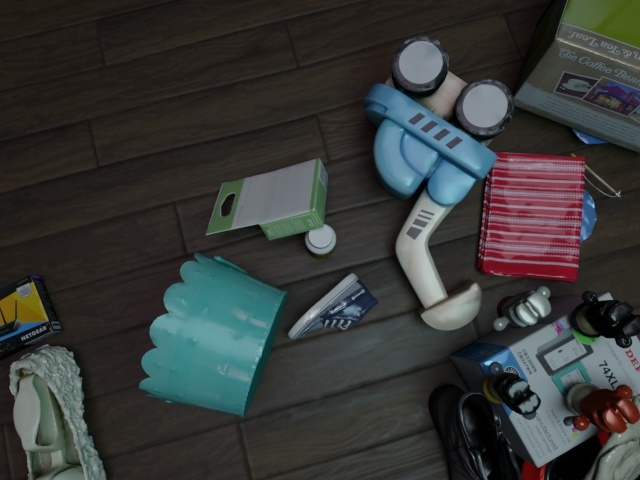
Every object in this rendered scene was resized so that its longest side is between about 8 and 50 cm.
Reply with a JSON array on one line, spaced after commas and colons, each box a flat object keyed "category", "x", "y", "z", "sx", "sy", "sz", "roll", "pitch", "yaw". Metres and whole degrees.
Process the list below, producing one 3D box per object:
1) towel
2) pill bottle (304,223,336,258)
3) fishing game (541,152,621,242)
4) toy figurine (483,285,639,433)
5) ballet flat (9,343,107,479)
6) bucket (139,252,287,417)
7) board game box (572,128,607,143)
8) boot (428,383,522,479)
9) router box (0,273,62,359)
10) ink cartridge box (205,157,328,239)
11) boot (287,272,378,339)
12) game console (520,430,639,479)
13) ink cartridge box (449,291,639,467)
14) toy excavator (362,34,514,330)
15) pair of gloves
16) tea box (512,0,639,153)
[{"category": "towel", "x": 0.447, "y": -0.053, "z": 1.023, "sx": 0.199, "sy": 0.031, "sz": 0.274, "roll": 7, "pitch": 82, "yaw": 12}, {"category": "pill bottle", "x": 0.000, "y": 0.000, "z": 0.997, "sx": 0.065, "sy": 0.116, "sz": 0.065, "roll": 0, "pitch": 80, "yaw": 0}, {"category": "fishing game", "x": 0.494, "y": -0.063, "z": 1.051, "sx": 0.189, "sy": 0.041, "sz": 0.264, "roll": 43, "pitch": 88, "yaw": 14}, {"category": "toy figurine", "x": 0.372, "y": 0.181, "z": 0.760, "sx": 0.210, "sy": 0.148, "sz": 0.213, "roll": 6, "pitch": 82, "yaw": 7}, {"category": "ballet flat", "x": -0.514, "y": 0.404, "z": 0.919, "sx": 0.147, "sy": 0.147, "sz": 0.409, "roll": -18, "pitch": 82, "yaw": -3}, {"category": "bucket", "x": -0.184, "y": 0.178, "z": 0.894, "sx": 0.183, "sy": 0.281, "sz": 0.281, "roll": 19, "pitch": 81, "yaw": 1}, {"category": "board game box", "x": 0.631, "y": -0.274, "z": 1.091, "sx": 0.169, "sy": 0.033, "sz": 0.133, "roll": -4, "pitch": 74, "yaw": -3}, {"category": "boot", "x": 0.300, "y": 0.431, "z": 0.871, "sx": 0.118, "sy": 0.223, "sz": 0.338, "roll": -26, "pitch": 81, "yaw": -5}, {"category": "router box", "x": -0.649, "y": 0.167, "z": 1.001, "sx": 0.179, "sy": 0.046, "sz": 0.133, "roll": -26, "pitch": 81, "yaw": -4}, {"category": "ink cartridge box", "x": -0.105, "y": -0.076, "z": 1.001, "sx": 0.235, "sy": 0.056, "sz": 0.171, "roll": -14, "pitch": 42, "yaw": 18}, {"category": "boot", "x": 0.027, "y": 0.157, "z": 0.993, "sx": 0.190, "sy": 0.069, "sz": 0.086, "roll": -41, "pitch": 80, "yaw": -8}, {"category": "game console", "x": 0.547, "y": 0.545, "z": 0.895, "sx": 0.342, "sy": 0.060, "sz": 0.386, "roll": -7, "pitch": 80, "yaw": -26}, {"category": "ink cartridge box", "x": 0.432, "y": 0.248, "z": 0.916, "sx": 0.270, "sy": 0.197, "sz": 0.198, "roll": -28, "pitch": 82, "yaw": -5}, {"category": "toy excavator", "x": 0.221, "y": -0.103, "z": 0.995, "sx": 0.433, "sy": 0.222, "sz": 0.445, "roll": 36, "pitch": 96, "yaw": 5}, {"category": "pair of gloves", "x": 0.525, "y": 0.340, "z": 0.797, "sx": 0.240, "sy": 0.042, "sz": 0.204, "roll": 13, "pitch": 107, "yaw": -38}, {"category": "tea box", "x": 0.627, "y": -0.405, "z": 0.998, "sx": 0.329, "sy": 0.220, "sz": 0.323, "roll": 24, "pitch": 72, "yaw": 6}]
